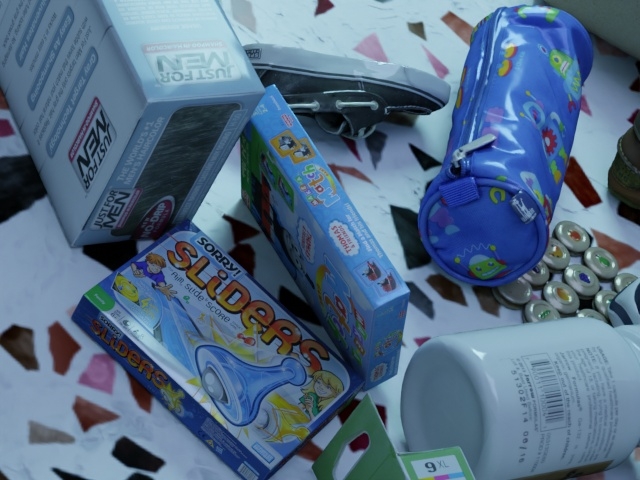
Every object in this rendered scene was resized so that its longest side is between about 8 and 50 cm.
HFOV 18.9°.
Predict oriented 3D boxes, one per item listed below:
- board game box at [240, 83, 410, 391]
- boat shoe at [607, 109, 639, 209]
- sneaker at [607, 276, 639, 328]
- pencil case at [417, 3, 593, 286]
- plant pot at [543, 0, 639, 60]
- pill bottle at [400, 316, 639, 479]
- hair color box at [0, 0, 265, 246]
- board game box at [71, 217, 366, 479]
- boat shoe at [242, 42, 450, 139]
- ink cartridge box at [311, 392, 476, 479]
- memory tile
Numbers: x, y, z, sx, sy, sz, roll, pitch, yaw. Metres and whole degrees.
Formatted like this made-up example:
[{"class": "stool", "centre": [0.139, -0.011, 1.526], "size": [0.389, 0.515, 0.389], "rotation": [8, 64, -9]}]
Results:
[{"class": "board game box", "centre": [0.000, 0.000, 1.553], "size": [0.039, 0.160, 0.211], "rotation": [-27, 66, -15]}, {"class": "boat shoe", "centre": [0.427, -0.056, 1.884], "size": [0.307, 0.104, 0.111], "rotation": [16, 38, -15]}, {"class": "sneaker", "centre": [0.384, 0.025, 1.739], "size": [0.235, 0.153, 0.094], "rotation": [-9, 69, -37]}, {"class": "pencil case", "centre": [0.170, -0.097, 1.754], "size": [0.133, 0.119, 0.306], "rotation": [62, 31, -33]}, {"class": "plant pot", "centre": [0.367, -0.280, 1.963], "size": [0.274, 0.256, 0.256], "rotation": [16, 45, 4]}, {"class": "pill bottle", "centre": [0.192, 0.130, 1.567], "size": [0.229, 0.131, 0.131], "rotation": [-6, 56, -33]}, {"class": "hair color box", "centre": [-0.197, -0.200, 1.595], "size": [0.113, 0.185, 0.374], "rotation": [-7, 57, -34]}, {"class": "board game box", "centre": [-0.079, 0.087, 1.521], "size": [0.201, 0.035, 0.136], "rotation": [42, 45, 9]}, {"class": "boat shoe", "centre": [0.020, -0.128, 1.744], "size": [0.219, 0.078, 0.070], "rotation": [6, 85, -29]}, {"class": "ink cartridge box", "centre": [0.077, 0.226, 1.436], "size": [0.062, 0.109, 0.209], "rotation": [-5, 55, -33]}, {"class": "memory tile", "centre": [0.229, 0.045, 1.746], "size": [0.113, 0.012, 0.148], "rotation": [43, 46, 11]}]
